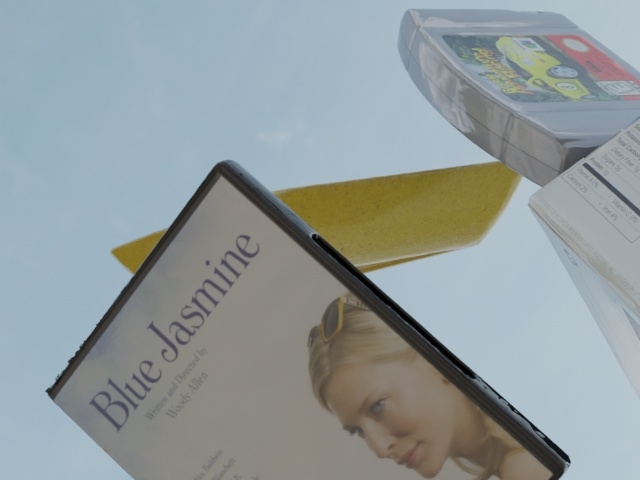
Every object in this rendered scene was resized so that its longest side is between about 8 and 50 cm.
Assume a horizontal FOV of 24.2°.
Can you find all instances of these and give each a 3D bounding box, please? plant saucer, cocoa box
[{"bbox_3d":[0.000,0.000,1.545,0.333,0.332,0.081,-17,-97,55],"label":"plant saucer"},{"bbox_3d":[0.368,0.061,1.202,0.228,0.231,0.347,-37,-50,0],"label":"cocoa box"}]

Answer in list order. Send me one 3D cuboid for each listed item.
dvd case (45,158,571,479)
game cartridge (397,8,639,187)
[{"bbox_3d":[-0.014,0.102,0.825,0.253,0.022,0.180,42,-73,13],"label":"dvd case"},{"bbox_3d":[0.195,-0.133,1.332,0.196,0.294,0.060,-7,-56,-24],"label":"game cartridge"}]
